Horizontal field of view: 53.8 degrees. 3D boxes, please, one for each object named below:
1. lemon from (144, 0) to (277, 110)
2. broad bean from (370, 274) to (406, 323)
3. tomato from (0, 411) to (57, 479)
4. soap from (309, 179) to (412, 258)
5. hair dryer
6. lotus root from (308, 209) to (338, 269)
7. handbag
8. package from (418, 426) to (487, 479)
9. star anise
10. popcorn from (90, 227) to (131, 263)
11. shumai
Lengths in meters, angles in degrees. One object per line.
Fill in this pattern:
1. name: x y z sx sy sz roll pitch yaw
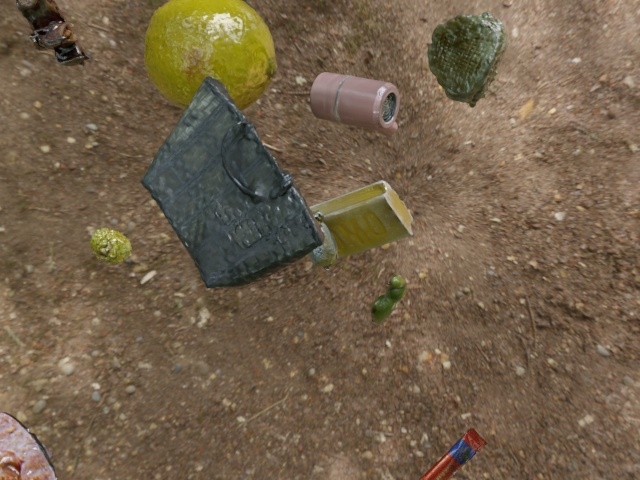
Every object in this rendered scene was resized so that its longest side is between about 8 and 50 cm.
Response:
1. lemon: -0.222 -0.371 1.260 0.267 0.267 0.267 1 94 8
2. broad bean: 0.170 0.156 1.604 0.070 0.213 0.048 -18 56 -28
3. tomato: -0.348 0.260 0.565 0.225 0.225 0.085 16 132 6
4. soap: 0.099 -0.048 1.741 0.274 0.089 0.173 -19 129 28
5. hair dryer: 0.148 -0.349 1.728 0.210 0.352 0.125 18 94 31
6. lotus root: -0.003 0.001 1.668 0.088 0.088 0.165 -14 88 8
7. handbag: -0.115 -0.061 0.799 0.175 0.089 0.270 -44 73 28
8. package: 0.290 0.509 1.422 0.200 0.022 0.083 -44 126 -1
9. star anise: -0.592 -0.463 1.363 0.099 0.220 0.214 -39 87 -6
10. popcorn: -0.635 0.021 1.896 0.106 0.121 0.116 -49 44 10
11. shumai: 0.318 -0.359 1.261 0.184 0.142 0.184 6 98 51
